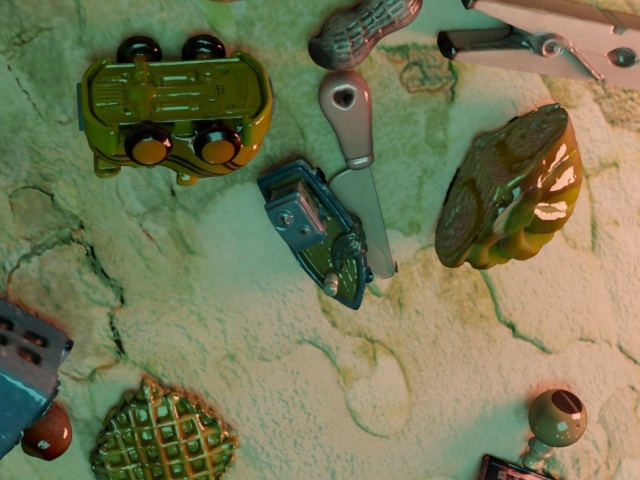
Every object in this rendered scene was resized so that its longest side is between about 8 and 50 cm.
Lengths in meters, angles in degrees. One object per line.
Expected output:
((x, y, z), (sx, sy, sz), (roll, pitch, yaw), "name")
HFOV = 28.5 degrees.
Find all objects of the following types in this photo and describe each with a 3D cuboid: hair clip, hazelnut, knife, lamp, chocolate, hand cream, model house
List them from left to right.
((-0.519, 0.181, 1.698), (0.303, 0.215, 0.237), (34, 107, -19), "model house")
((-0.401, 0.278, 1.840), (0.086, 0.086, 0.086), (-4, 117, -8), "hazelnut")
((0.049, -0.078, 1.760), (0.081, 0.043, 0.335), (-10, 120, 2), "knife")
((0.059, -0.281, 1.642), (0.167, 0.072, 0.072), (-37, 116, 6), "chocolate")
((0.369, 0.438, 2.047), (0.271, 0.061, 0.120), (19, 78, -20), "hand cream")
((0.359, 0.307, 1.987), (0.091, 0.091, 0.163), (7, 131, -13), "lamp")
((0.324, -0.266, 1.686), (0.331, 0.085, 0.101), (8, 116, -15), "hair clip")

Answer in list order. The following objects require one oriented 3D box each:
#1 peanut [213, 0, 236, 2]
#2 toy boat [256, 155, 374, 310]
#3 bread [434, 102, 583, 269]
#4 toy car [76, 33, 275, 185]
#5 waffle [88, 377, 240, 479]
((-0.169, -0.355, 1.537), (0.257, 0.123, 0.123), (4, 115, -14), "peanut")
((0.000, 0.000, 1.749), (0.109, 0.098, 0.238), (-22, 120, 21), "toy boat")
((0.281, -0.060, 1.745), (0.156, 0.158, 0.260), (14, 115, -20), "bread")
((-0.184, -0.150, 1.609), (0.248, 0.200, 0.142), (-1, 138, -7), "toy car")
((-0.238, 0.321, 1.898), (0.208, 0.054, 0.214), (33, 109, -19), "waffle")
